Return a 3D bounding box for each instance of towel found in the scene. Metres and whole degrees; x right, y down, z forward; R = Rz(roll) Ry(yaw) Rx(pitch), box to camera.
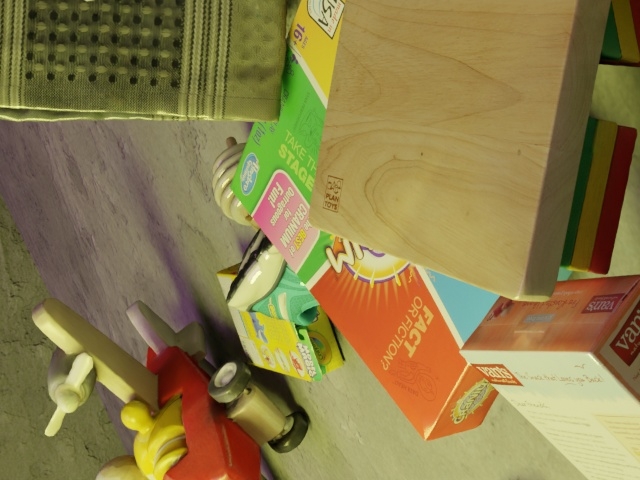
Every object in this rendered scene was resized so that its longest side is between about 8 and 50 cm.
[{"bbox_3d":[-0.179,-0.256,1.041,0.056,0.312,0.324,-141,55,-83],"label":"towel"}]

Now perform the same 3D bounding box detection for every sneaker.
[{"bbox_3d":[0.000,0.000,1.270,0.110,0.107,0.275,25,144,-10],"label":"sneaker"}]

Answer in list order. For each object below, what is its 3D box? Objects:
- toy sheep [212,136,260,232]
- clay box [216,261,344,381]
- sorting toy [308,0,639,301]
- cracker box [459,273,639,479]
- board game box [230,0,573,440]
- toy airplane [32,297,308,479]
[{"bbox_3d":[-0.078,-0.062,1.383,0.132,0.091,0.091,58,157,33],"label":"toy sheep"},{"bbox_3d":[-0.045,0.091,1.492,0.222,0.053,0.128,2,114,64],"label":"clay box"},{"bbox_3d":[0.109,-0.109,0.804,0.257,0.089,0.256,21,102,61],"label":"sorting toy"},{"bbox_3d":[0.217,0.123,0.802,0.232,0.067,0.155,44,162,-14],"label":"cracker box"},{"bbox_3d":[0.063,-0.037,1.017,0.316,0.064,0.242,51,133,33],"label":"board game box"},{"bbox_3d":[-0.212,0.252,1.723,0.386,0.272,0.384,40,173,16],"label":"toy airplane"}]
